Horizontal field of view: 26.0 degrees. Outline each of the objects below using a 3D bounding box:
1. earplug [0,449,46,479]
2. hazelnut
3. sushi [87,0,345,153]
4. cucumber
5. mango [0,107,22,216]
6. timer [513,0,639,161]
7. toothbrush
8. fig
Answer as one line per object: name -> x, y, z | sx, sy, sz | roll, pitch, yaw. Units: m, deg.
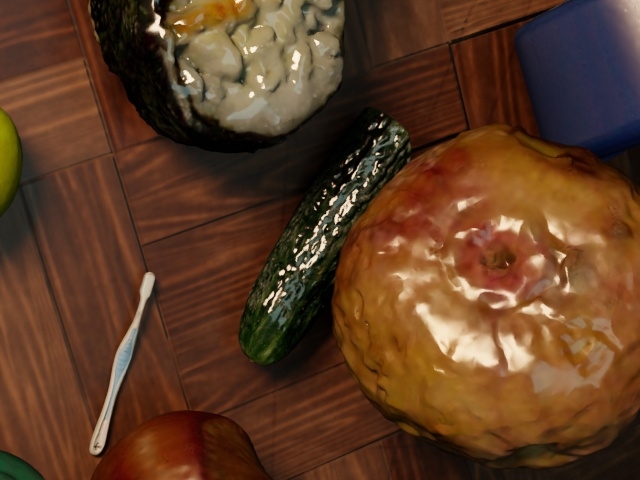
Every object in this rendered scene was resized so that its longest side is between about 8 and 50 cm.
earplug -> -0.255, 0.281, 1.070 | 0.257, 0.280, 0.164 | 45, 51, 12
hazelnut -> -0.104, 0.245, 1.129 | 0.178, 0.178, 0.204 | -30, 108, -19
sushi -> -0.083, -0.241, 1.079 | 0.211, 0.171, 0.350 | -10, 101, -26
cucumber -> 0.001, 0.001, 1.205 | 0.074, 0.074, 0.241 | 35, 84, -25
mango -> -0.303, -0.050, 1.044 | 0.163, 0.089, 0.117 | -27, 107, -19
timer -> 0.250, -0.285, 1.210 | 0.270, 0.270, 0.383 | -27, 94, -20
toothbrush -> -0.167, 0.104, 1.168 | 0.014, 0.017, 0.162 | 17, 89, -20
fig -> 0.155, 0.087, 1.197 | 0.286, 0.368, 0.286 | -1, 60, 2
